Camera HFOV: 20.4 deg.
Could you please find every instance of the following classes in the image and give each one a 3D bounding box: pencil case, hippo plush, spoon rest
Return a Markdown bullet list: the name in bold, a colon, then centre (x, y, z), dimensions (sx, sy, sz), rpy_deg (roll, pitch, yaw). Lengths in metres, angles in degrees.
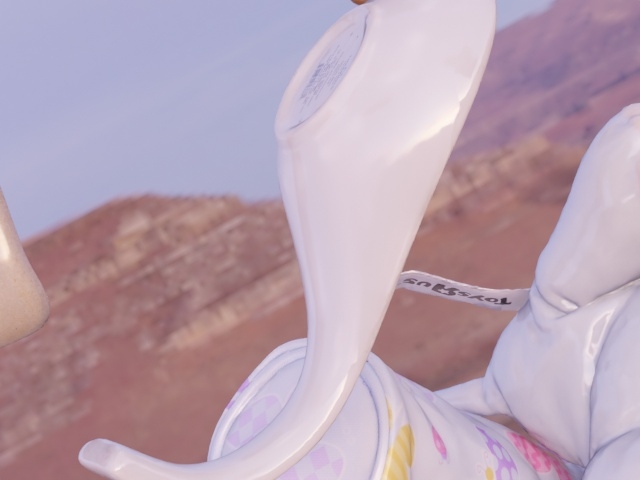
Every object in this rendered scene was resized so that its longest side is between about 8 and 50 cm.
- **pencil case**: centre (0.062, 0.142, 0.960), dimensions (0.113, 0.124, 0.273), rpy_deg (-53, -40, 6)
- **hippo plush**: centre (0.191, 0.081, 0.925), dimensions (0.294, 0.234, 0.236), rpy_deg (-4, 37, -4)
- **spoon rest**: centre (0.000, 0.000, 0.791), dimensions (0.276, 0.084, 0.137), rpy_deg (-59, 20, -12)

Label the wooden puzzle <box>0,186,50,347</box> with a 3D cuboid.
- **wooden puzzle**: centre (-0.340, -0.060, 0.942), dimensions (0.322, 0.348, 0.080), rpy_deg (-22, 0, 23)

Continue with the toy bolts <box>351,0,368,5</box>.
- **toy bolts**: centre (0.084, -0.245, 0.956), dimensions (0.158, 0.228, 0.218), rpy_deg (1, -24, 19)
